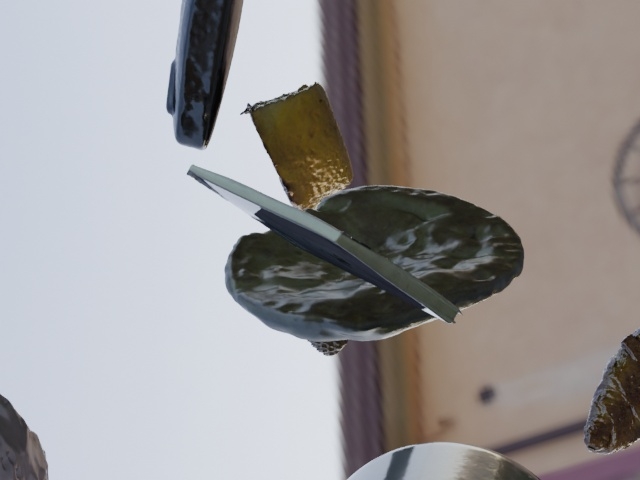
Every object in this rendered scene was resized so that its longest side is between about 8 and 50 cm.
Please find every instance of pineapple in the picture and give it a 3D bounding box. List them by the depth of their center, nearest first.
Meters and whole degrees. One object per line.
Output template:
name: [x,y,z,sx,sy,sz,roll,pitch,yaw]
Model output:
pineapple: [-0.021,0.108,2.321,0.124,0.058,0.058,33,-140,-15]

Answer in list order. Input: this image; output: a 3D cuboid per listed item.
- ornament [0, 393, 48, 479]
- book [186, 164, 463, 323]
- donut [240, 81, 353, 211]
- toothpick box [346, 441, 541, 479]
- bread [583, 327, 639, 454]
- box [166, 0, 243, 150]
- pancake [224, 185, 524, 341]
ornament: [-0.275,0.148,0.896,0.259,0.259,0.225,47,-111,-32]
book: [0.000,0.000,1.157,0.127,0.182,0.014,34,-96,-40]
donut: [-0.023,-0.105,2.032,0.259,0.101,0.152,-126,13,-83]
toothpick box: [0.087,0.254,1.146,0.229,0.229,0.316,65,-165,-5]
bread: [0.397,0.165,2.068,0.105,0.233,0.076,41,177,16]
box: [-0.121,-0.287,1.932,0.289,0.073,0.290,-87,7,-52]
pancake: [0.042,0.019,1.321,0.236,0.223,0.042,-45,-39,-57]
